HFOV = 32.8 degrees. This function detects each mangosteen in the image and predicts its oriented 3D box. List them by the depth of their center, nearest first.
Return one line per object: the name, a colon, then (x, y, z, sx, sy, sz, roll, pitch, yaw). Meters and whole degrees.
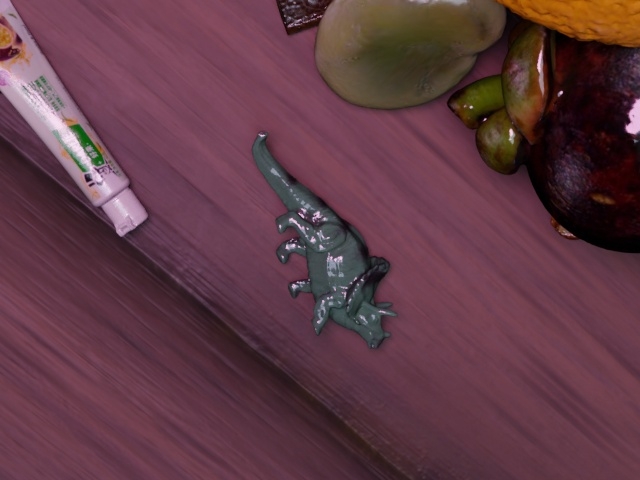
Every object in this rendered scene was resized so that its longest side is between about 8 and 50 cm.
mangosteen: (0.328, -0.129, 1.148, 0.311, 0.311, 0.311, 0, 104, -2)

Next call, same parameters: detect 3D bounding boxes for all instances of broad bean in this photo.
broad bean: (0.098, -0.232, 1.192, 0.169, 0.100, 0.228, 35, 115, -21)

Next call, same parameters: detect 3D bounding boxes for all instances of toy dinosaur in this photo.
toy dinosaur: (-0.013, 0.012, 1.276, 0.120, 0.079, 0.292, -43, 104, 3)

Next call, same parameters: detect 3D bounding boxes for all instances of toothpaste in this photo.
toothpaste: (-0.304, -0.144, 1.241, 0.056, 0.058, 0.314, -28, 104, 31)

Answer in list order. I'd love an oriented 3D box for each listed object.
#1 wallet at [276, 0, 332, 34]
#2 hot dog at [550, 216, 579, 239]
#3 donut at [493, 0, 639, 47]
wallet: (0.057, -0.328, 1.209, 0.243, 0.039, 0.133, -17, 108, 5)
hot dog: (0.313, -0.037, 1.292, 0.083, 0.035, 0.058, -43, 105, 9)
donut: (0.288, -0.365, 1.051, 0.378, 0.435, 0.163, 23, 147, 18)
